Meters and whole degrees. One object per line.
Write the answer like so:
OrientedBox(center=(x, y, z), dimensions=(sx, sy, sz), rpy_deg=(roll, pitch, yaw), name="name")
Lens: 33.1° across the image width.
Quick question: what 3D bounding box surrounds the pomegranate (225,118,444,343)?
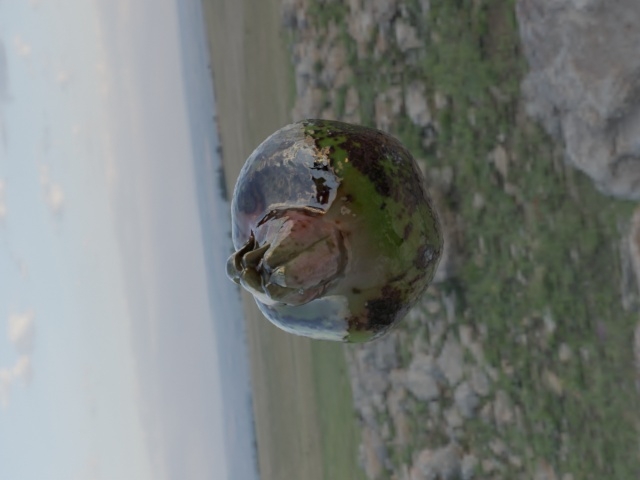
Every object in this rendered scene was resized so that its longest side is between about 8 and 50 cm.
OrientedBox(center=(-0.007, -0.001, 0.639), dimensions=(0.125, 0.163, 0.138), rpy_deg=(8, 109, 47), name="pomegranate")
